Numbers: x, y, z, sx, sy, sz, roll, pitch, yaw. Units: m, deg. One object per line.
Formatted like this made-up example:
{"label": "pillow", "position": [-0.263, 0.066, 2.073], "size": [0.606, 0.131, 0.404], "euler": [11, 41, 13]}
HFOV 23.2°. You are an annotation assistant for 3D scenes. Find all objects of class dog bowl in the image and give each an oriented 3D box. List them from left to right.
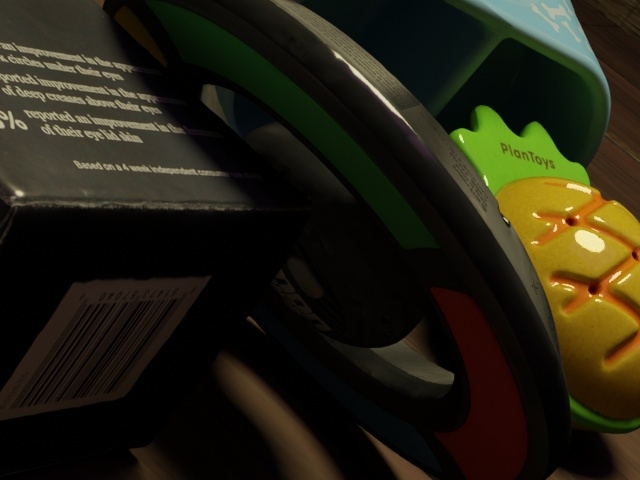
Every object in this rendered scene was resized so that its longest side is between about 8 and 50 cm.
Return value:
{"label": "dog bowl", "position": [0.043, -0.087, 0.840], "size": [0.297, 0.166, 0.074], "euler": [19, 30, -44]}

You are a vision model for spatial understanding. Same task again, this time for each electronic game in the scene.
{"label": "electronic game", "position": [0.000, 0.000, 0.555], "size": [0.229, 0.048, 0.229], "euler": [44, -20, 20]}

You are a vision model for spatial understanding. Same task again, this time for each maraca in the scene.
{"label": "maraca", "position": [0.119, 0.013, 0.793], "size": [0.127, 0.099, 0.186], "euler": [15, 51, -43]}

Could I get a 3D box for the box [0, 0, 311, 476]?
{"label": "box", "position": [-0.132, -0.034, 0.470], "size": [0.207, 0.108, 0.153], "euler": [43, 19, 21]}
